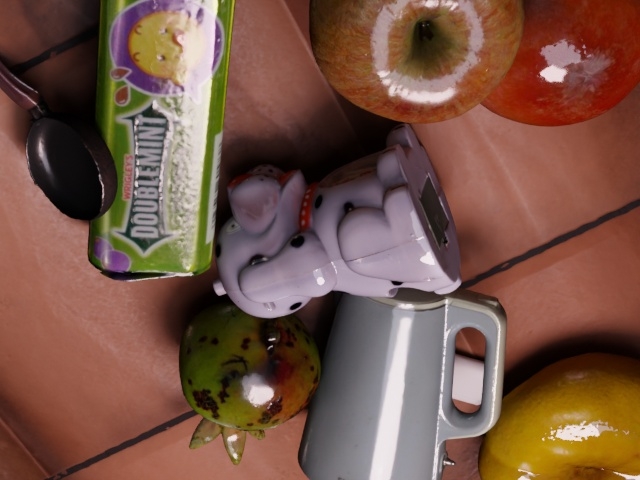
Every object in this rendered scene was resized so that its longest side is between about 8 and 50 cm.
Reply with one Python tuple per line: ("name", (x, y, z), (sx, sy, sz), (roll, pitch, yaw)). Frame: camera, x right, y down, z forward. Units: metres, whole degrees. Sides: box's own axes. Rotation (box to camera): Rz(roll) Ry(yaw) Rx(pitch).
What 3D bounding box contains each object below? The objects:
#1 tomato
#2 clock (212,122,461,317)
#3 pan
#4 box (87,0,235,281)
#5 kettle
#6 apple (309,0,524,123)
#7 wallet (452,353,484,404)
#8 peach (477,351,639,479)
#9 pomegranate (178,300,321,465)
("tomato", (0.255, -0.186, 2.019), (0.199, 0.112, 0.228), (33, 116, -33))
("clock", (0.002, -0.003, 2.073), (0.254, 0.189, 0.189), (-14, 129, 14))
("pan", (-0.271, -0.114, 1.963), (0.115, 0.040, 0.212), (-23, 104, 50))
("box", (-0.159, -0.119, 1.978), (0.134, 0.097, 0.346), (2, 127, -9))
("kettle", (0.095, 0.155, 2.188), (0.210, 0.160, 0.243), (17, 116, 14))
("apple", (0.089, -0.217, 1.902), (0.211, 0.188, 0.211), (-5, 117, -9))
("wallet", (0.145, 0.155, 2.302), (0.122, 0.025, 0.061), (17, 128, -24))
("peach", (0.306, 0.243, 2.330), (0.251, 0.153, 0.251), (-9, 124, -14))
("pomegranate", (-0.081, 0.160, 2.173), (0.156, 0.156, 0.220), (0, 123, -13))
